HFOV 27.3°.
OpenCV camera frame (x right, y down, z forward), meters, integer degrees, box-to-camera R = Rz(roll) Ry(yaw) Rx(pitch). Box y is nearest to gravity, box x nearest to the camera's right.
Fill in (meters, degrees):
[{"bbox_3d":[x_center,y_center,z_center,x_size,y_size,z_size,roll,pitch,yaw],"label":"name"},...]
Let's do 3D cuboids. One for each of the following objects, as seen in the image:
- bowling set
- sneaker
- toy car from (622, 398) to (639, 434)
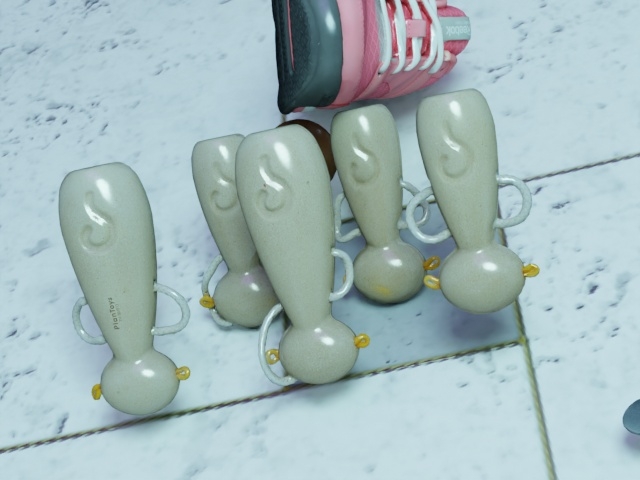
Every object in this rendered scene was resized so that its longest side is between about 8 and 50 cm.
[{"bbox_3d":[0.000,0.000,0.831,0.287,0.154,0.200,-10,7,16],"label":"bowling set"},{"bbox_3d":[0.038,-0.153,0.910,0.136,0.116,0.314,-3,9,3],"label":"sneaker"},{"bbox_3d":[0.241,0.069,0.637,0.188,0.149,0.155,15,60,50],"label":"toy car"}]
